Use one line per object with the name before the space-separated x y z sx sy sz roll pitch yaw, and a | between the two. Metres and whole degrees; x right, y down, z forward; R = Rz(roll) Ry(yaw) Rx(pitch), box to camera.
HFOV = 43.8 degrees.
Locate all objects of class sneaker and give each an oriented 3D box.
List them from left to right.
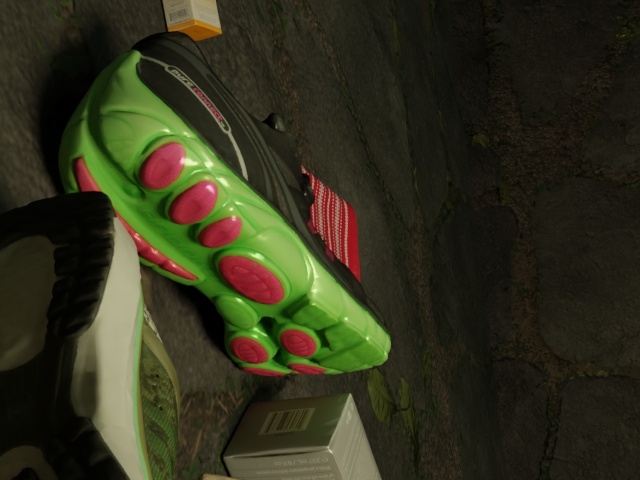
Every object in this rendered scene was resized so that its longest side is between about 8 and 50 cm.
sneaker | -0.124 0.162 0.455 0.182 0.158 0.410 60 16 -48
sneaker | -0.049 -0.009 0.787 0.482 0.185 0.202 58 34 -48

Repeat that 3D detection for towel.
towel | 0.000 0.000 1.136 0.275 0.031 0.198 34 49 -63

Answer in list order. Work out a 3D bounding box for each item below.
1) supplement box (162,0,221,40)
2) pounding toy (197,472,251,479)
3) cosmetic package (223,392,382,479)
supplement box | -0.145 -0.272 0.863 0.062 0.036 0.098 -11 91 -69
pounding toy | -0.044 0.220 0.489 0.141 0.100 0.130 116 -17 -47
cosmetic package | 0.001 0.290 0.860 0.107 0.127 0.237 -59 134 -61
